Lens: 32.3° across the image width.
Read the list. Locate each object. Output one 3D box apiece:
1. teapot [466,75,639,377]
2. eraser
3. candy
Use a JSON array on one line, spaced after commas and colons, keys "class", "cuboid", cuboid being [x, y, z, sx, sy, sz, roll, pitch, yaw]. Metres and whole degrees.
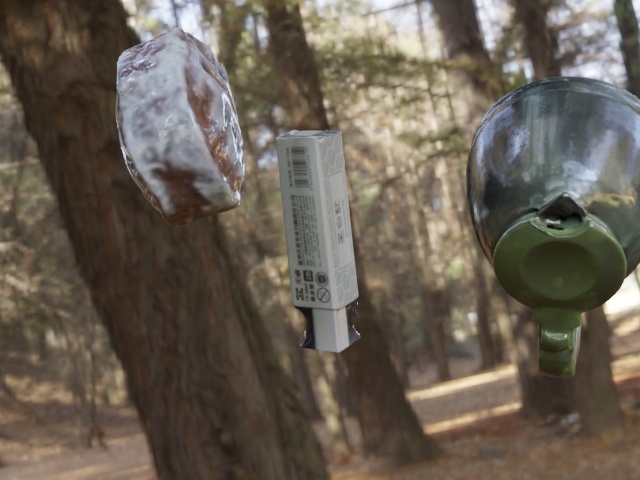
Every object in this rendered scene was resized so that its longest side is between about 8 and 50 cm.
[{"class": "teapot", "cuboid": [0.264, -0.006, 1.298, 0.239, 0.239, 0.321, 24, -48, -3]}, {"class": "eraser", "cuboid": [0.000, 0.000, 2.035, 0.098, 0.403, 0.096, 4, 18, 32]}, {"class": "candy", "cuboid": [-0.183, -0.146, 1.421, 0.157, 0.289, 0.214, -20, -52, 7]}]
